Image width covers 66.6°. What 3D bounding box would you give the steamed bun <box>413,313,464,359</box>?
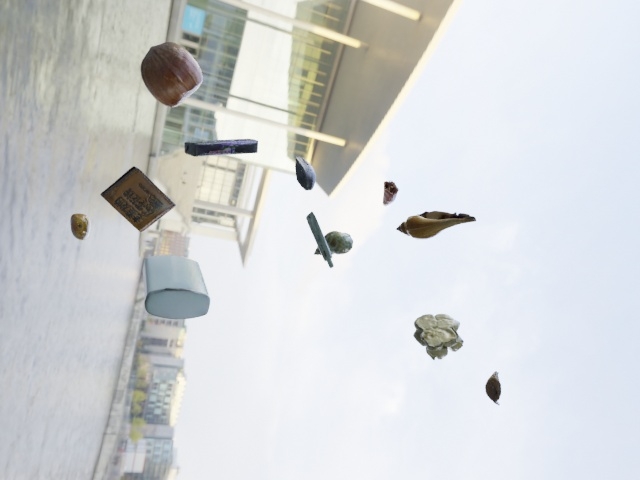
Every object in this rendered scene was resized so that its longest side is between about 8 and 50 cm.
[{"bbox_3d":[0.463,0.374,1.898,0.177,0.192,0.106,-123,-158,-54],"label":"steamed bun"}]

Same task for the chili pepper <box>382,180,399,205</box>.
[{"bbox_3d":[0.328,-0.213,2.376,0.169,0.064,0.088,97,-32,-63],"label":"chili pepper"}]

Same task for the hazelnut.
[{"bbox_3d":[-0.393,-0.439,1.283,0.150,0.150,0.151,-169,-90,-71],"label":"hazelnut"}]

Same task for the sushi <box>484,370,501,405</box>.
[{"bbox_3d":[0.523,0.444,1.470,0.050,0.047,0.100,5,-102,29],"label":"sushi"}]

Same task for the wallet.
[{"bbox_3d":[-0.614,-0.134,1.646,0.160,0.196,0.042,-38,-147,0],"label":"wallet"}]

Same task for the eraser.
[{"bbox_3d":[-0.463,0.140,1.548,0.290,0.188,0.104,-135,-127,-62],"label":"eraser"}]

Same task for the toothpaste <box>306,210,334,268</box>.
[{"bbox_3d":[0.000,0.000,2.068,0.067,0.037,0.256,-41,-112,52],"label":"toothpaste"}]

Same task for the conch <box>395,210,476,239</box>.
[{"bbox_3d":[0.411,-0.051,1.755,0.330,0.109,0.093,0,-66,41],"label":"conch"}]

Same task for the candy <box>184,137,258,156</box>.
[{"bbox_3d":[-0.398,-0.379,1.985,0.088,0.312,0.061,18,-67,43],"label":"candy"}]

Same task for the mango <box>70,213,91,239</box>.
[{"bbox_3d":[-0.784,-0.043,1.594,0.114,0.060,0.080,-41,-120,59],"label":"mango"}]

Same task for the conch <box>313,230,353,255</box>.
[{"bbox_3d":[0.064,0.012,2.273,0.106,0.172,0.116,-14,105,-74],"label":"conch"}]

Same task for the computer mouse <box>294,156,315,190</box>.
[{"bbox_3d":[-0.050,-0.240,1.714,0.047,0.079,0.135,-27,-111,34],"label":"computer mouse"}]
